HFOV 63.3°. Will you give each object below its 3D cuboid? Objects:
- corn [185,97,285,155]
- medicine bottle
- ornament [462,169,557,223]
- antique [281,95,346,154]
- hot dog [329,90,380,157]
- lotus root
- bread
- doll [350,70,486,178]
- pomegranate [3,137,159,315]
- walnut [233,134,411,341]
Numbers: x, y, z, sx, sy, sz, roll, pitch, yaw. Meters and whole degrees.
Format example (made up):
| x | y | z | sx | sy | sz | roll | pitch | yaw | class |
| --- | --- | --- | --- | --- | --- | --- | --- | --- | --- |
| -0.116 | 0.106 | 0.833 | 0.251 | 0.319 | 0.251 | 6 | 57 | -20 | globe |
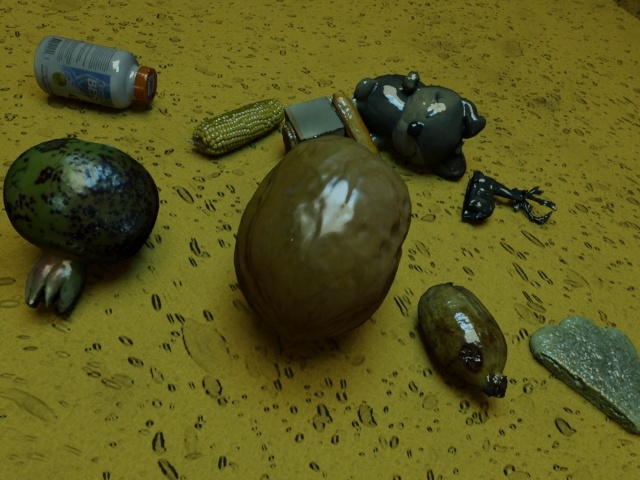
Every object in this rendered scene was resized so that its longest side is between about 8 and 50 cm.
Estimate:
| x | y | z | sx | sy | sz | roll | pitch | yaw | class |
| --- | --- | --- | --- | --- | --- | --- | --- | --- | --- |
| -0.217 | -0.308 | 1.407 | 0.310 | 0.101 | 0.101 | -30 | 60 | -35 | corn |
| -0.601 | -0.449 | 1.410 | 0.289 | 0.157 | 0.156 | 12 | 47 | -1 | medicine bottle |
| 0.507 | -0.094 | 1.377 | 0.236 | 0.080 | 0.202 | 20 | 43 | 6 | ornament |
| -0.020 | -0.269 | 1.371 | 0.148 | 0.146 | 0.151 | -17 | 53 | -11 | antique |
| 0.098 | -0.283 | 1.390 | 0.068 | 0.100 | 0.249 | -29 | 96 | -10 | hot dog |
| 0.289 | 0.194 | 1.032 | 0.145 | 0.128 | 0.260 | -2 | 49 | -27 | lotus root |
| 0.596 | 0.256 | 1.094 | 0.287 | 0.056 | 0.207 | 37 | 53 | 19 | bread |
| 0.296 | -0.374 | 1.484 | 0.383 | 0.252 | 0.378 | 31 | 49 | 7 | doll |
| -0.466 | -0.022 | 1.008 | 0.285 | 0.285 | 0.340 | 13 | 79 | 0 | pomegranate |
| 0.000 | 0.000 | 0.984 | 0.308 | 0.354 | 0.397 | 16 | 62 | 6 | walnut |
